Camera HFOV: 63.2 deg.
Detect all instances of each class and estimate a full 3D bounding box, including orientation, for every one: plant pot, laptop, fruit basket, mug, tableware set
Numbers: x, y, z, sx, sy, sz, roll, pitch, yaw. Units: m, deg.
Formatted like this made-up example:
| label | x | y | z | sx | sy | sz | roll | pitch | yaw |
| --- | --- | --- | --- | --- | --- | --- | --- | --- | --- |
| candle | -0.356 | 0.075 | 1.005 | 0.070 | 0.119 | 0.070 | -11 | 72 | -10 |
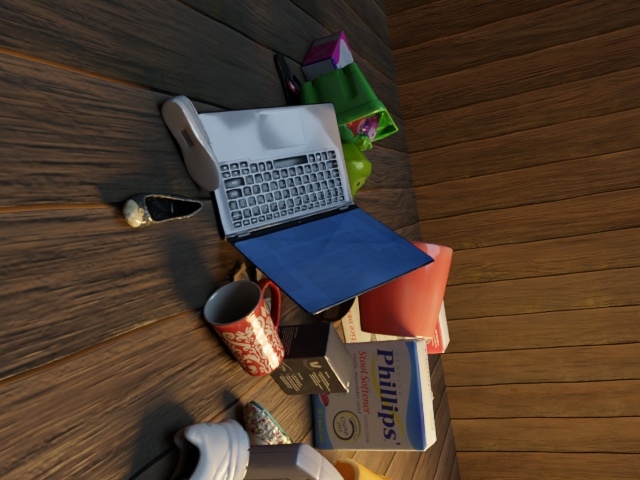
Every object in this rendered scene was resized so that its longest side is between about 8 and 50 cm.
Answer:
| label | x | y | z | sx | sy | sz | roll | pitch | yaw |
| --- | --- | --- | --- | --- | --- | --- | --- | --- | --- |
| plant pot | 0.213 | 0.134 | 1.406 | 0.275 | 0.275 | 0.243 | 22 | 72 | -65 |
| laptop | 0.001 | -0.103 | 1.090 | 0.382 | 0.236 | 0.407 | -17 | 99 | -41 |
| fruit basket | 0.089 | -0.288 | 1.557 | 0.392 | 0.283 | 0.391 | -19 | 90 | -75 |
| mug | -0.123 | 0.167 | 1.007 | 0.113 | 0.150 | 0.169 | 45 | -20 | 51 |
| tableware set | -0.140 | 0.125 | 1.134 | 0.141 | 0.020 | 0.168 | -30 | 109 | -67 |
| plant pot | 0.092 | 0.658 | 1.310 | 0.188 | 0.205 | 0.205 | 53 | 31 | -21 |

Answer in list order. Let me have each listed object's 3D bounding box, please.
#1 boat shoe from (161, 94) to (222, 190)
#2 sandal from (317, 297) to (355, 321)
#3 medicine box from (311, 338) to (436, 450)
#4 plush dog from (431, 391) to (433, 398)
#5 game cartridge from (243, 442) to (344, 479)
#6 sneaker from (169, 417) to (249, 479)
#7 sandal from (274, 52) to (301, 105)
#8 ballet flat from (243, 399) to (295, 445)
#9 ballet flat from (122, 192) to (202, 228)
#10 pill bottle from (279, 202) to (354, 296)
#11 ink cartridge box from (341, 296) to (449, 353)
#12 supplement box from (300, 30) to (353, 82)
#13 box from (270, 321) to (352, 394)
| label | x | y | z | sx | sy | sz | roll | pitch | yaw |
| --- | --- | --- | --- | --- | --- | --- | --- | --- | --- |
| boat shoe | -0.232 | -0.183 | 0.975 | 0.184 | 0.066 | 0.063 | 61 | 29 | -22 |
| sandal | 0.050 | 0.097 | 1.504 | 0.086 | 0.120 | 0.302 | 74 | 18 | -56 |
| medicine box | 0.136 | 0.396 | 1.355 | 0.149 | 0.289 | 0.263 | 23 | 61 | -65 |
| plush dog | 0.199 | 0.520 | 1.620 | 0.210 | 0.262 | 0.225 | 47 | 14 | 2 |
| game cartridge | -0.051 | 0.475 | 0.988 | 0.060 | 0.196 | 0.294 | -74 | 148 | -46 |
| sneaker | -0.194 | 0.431 | 0.810 | 0.129 | 0.111 | 0.297 | 26 | 53 | -46 |
| sandal | -0.080 | -0.440 | 1.467 | 0.067 | 0.040 | 0.179 | -67 | 143 | -53 |
| ballet flat | -0.097 | 0.420 | 1.056 | 0.077 | 0.091 | 0.241 | -52 | 130 | -29 |
| ballet flat | -0.261 | -0.056 | 0.859 | 0.173 | 0.049 | 0.057 | -26 | 106 | -67 |
| pill bottle | 0.000 | 0.000 | 1.313 | 0.323 | 0.182 | 0.181 | -65 | 141 | -54 |
| ink cartridge box | 0.226 | 0.235 | 1.622 | 0.131 | 0.306 | 0.226 | -26 | 105 | -68 |
| supplement box | 0.027 | -0.575 | 1.690 | 0.220 | 0.114 | 0.111 | -73 | 146 | -46 |
| box | -0.028 | 0.269 | 1.174 | 0.093 | 0.158 | 0.156 | -77 | 151 | -43 |
